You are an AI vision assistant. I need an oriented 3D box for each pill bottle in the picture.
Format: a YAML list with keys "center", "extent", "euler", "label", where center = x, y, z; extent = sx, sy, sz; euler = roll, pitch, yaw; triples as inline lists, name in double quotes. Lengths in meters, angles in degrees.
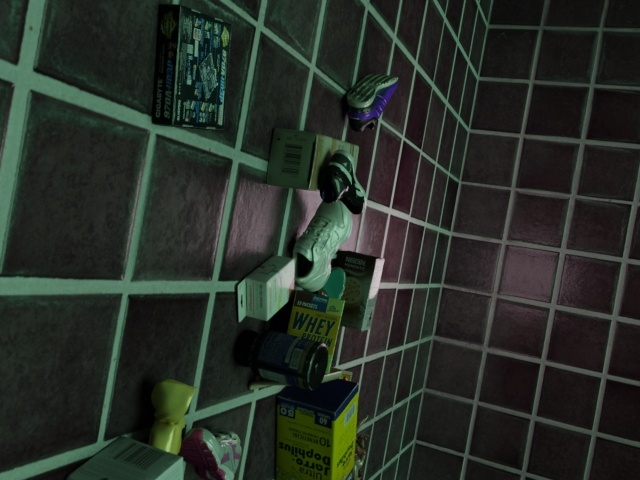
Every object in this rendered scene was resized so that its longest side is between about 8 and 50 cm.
- center: [-0.102, 0.294, 1.628]
  extent: [0.123, 0.219, 0.122]
  euler: [11, 90, -67]
  label: "pill bottle"

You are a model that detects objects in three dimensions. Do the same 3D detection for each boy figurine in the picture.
- center: [-0.310, 0.413, 1.344]
  extent: [0.177, 0.092, 0.284]
  euler: [-85, -177, -76]
  label: "boy figurine"

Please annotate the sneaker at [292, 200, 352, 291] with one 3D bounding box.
- center: [0.000, 0.000, 1.855]
  extent: [0.152, 0.114, 0.304]
  euler: [26, 81, -64]
  label: "sneaker"

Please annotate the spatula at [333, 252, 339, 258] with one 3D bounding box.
- center: [0.051, -0.006, 2.114]
  extent: [0.242, 0.019, 0.168]
  euler: [-10, 107, -65]
  label: "spatula"

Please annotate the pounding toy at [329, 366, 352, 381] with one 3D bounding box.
- center: [0.039, 0.468, 2.184]
  extent: [0.206, 0.094, 0.180]
  euler: [36, 66, -65]
  label: "pounding toy"

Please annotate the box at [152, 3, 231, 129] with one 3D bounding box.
- center: [-0.246, -0.329, 1.253]
  extent: [0.175, 0.051, 0.220]
  euler: [-16, 113, -65]
  label: "box"

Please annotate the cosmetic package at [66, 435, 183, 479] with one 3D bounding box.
- center: [-0.359, 0.499, 1.205]
  extent: [0.151, 0.151, 0.183]
  euler: [-29, 124, -61]
  label: "cosmetic package"

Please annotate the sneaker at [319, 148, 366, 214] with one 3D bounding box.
- center: [0.049, -0.121, 1.683]
  extent: [0.121, 0.079, 0.216]
  euler: [-57, 143, -31]
  label: "sneaker"

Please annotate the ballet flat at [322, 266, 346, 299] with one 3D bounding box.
- center: [0.018, 0.201, 2.070]
  extent: [0.077, 0.091, 0.240]
  euler: [150, -42, -80]
  label: "ballet flat"

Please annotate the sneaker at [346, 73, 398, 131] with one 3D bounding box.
- center: [0.164, -0.445, 2.108]
  extent: [0.293, 0.102, 0.146]
  euler: [-46, 144, -45]
  label: "sneaker"

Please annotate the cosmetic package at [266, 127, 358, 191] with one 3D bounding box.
- center: [-0.014, -0.207, 1.740]
  extent: [0.296, 0.129, 0.153]
  euler: [-8, 107, -66]
  label: "cosmetic package"

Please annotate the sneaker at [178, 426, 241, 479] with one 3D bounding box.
- center: [-0.254, 0.490, 1.528]
  extent: [0.252, 0.103, 0.111]
  euler: [80, 26, -52]
  label: "sneaker"

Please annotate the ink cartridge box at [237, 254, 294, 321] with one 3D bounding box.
- center: [-0.138, 0.129, 1.669]
  extent: [0.198, 0.067, 0.115]
  euler: [-41, 137, -56]
  label: "ink cartridge box"

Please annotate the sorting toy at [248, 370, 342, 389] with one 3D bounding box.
- center: [-0.067, 0.379, 1.779]
  extent: [0.193, 0.209, 0.038]
  euler: [15, 68, -67]
  label: "sorting toy"

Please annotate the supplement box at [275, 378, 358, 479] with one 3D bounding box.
- center: [-0.011, 0.617, 2.000]
  extent: [0.195, 0.194, 0.356]
  euler: [-33, 129, -60]
  label: "supplement box"

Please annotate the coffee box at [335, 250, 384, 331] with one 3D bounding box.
- center: [0.115, 0.166, 2.165]
  extent: [0.098, 0.141, 0.246]
  euler: [4, 98, -67]
  label: "coffee box"

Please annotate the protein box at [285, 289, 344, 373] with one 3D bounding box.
- center: [-0.025, 0.252, 1.809]
  extent: [0.200, 0.136, 0.201]
  euler: [118, -15, -84]
  label: "protein box"

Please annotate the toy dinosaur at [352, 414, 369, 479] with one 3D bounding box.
- center: [0.122, 0.833, 2.507]
  extent: [0.200, 0.127, 0.295]
  euler: [83, 16, -51]
  label: "toy dinosaur"

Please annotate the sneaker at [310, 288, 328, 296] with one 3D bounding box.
- center: [-0.038, 0.222, 1.971]
  extent: [0.071, 0.066, 0.188]
  euler: [47, 51, -40]
  label: "sneaker"
